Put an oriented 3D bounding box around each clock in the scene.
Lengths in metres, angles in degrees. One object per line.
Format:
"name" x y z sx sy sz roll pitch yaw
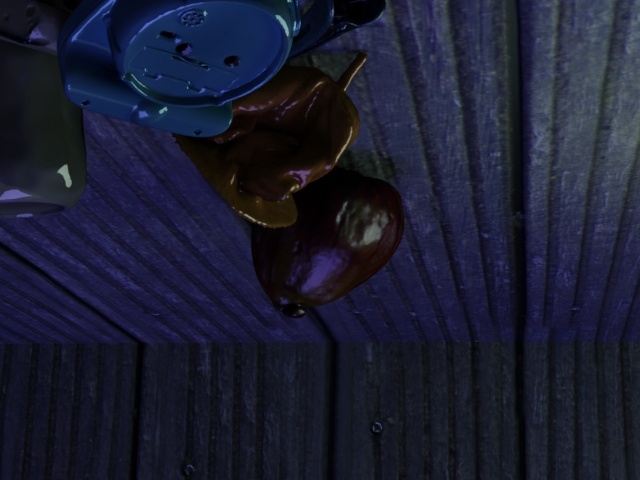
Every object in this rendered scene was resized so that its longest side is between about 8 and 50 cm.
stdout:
"clock" -0.133 -0.226 1.388 0.224 0.094 0.274 10 144 -38

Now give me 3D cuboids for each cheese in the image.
"cheese" -0.290 -0.237 1.524 0.127 0.054 0.251 20 -175 27

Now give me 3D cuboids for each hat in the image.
"hat" -0.035 -0.169 1.649 0.233 0.244 0.233 -39 -167 18

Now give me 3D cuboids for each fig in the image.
"fig" 0.003 -0.012 2.038 0.263 0.224 0.224 -36 153 12

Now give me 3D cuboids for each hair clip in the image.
"hair clip" -0.039 -0.230 1.518 0.083 0.048 0.275 -6 169 -38

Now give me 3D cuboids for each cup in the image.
"cup" -0.391 -0.140 1.560 0.173 0.202 0.255 -7 171 20

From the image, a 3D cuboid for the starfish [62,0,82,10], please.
"starfish" -0.262 -0.277 1.399 0.150 0.053 0.210 -9 160 20
